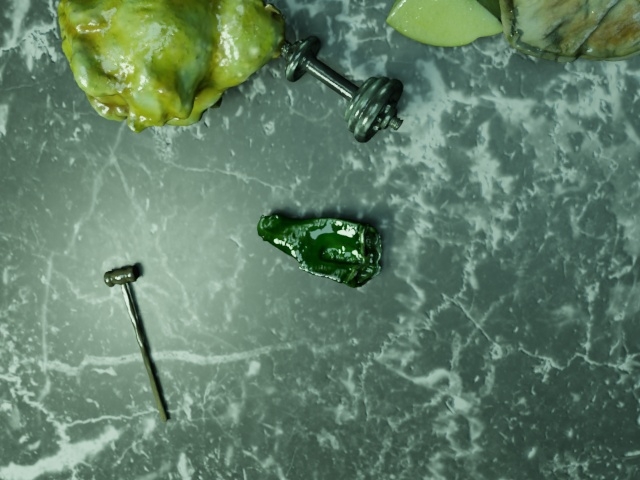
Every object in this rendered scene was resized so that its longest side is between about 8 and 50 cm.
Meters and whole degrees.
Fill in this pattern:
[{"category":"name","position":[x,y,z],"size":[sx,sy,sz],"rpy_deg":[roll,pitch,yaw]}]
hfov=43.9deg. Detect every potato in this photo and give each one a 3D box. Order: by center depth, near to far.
[{"category":"potato","position":[0.189,-0.344,1.180],"size":[0.149,0.081,0.120],"rpy_deg":[34,138,-15]}]

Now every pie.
[{"category":"pie","position":[0.381,-0.363,1.031],"size":[0.337,0.075,0.338],"rpy_deg":[-9,140,-8]}]

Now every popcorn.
[{"category":"popcorn","position":[-0.243,-0.324,1.130],"size":[0.290,0.326,0.321],"rpy_deg":[-35,77,-13]}]

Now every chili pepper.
[{"category":"chili pepper","position":[0.000,0.001,1.286],"size":[0.216,0.062,0.108],"rpy_deg":[19,99,7]}]

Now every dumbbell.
[{"category":"dumbbell","position":[0.018,-0.244,1.209],"size":[0.254,0.110,0.110],"rpy_deg":[35,106,8]}]

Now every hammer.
[{"category":"hammer","position":[-0.313,0.187,1.405],"size":[0.058,0.029,0.292],"rpy_deg":[-12,102,15]}]
